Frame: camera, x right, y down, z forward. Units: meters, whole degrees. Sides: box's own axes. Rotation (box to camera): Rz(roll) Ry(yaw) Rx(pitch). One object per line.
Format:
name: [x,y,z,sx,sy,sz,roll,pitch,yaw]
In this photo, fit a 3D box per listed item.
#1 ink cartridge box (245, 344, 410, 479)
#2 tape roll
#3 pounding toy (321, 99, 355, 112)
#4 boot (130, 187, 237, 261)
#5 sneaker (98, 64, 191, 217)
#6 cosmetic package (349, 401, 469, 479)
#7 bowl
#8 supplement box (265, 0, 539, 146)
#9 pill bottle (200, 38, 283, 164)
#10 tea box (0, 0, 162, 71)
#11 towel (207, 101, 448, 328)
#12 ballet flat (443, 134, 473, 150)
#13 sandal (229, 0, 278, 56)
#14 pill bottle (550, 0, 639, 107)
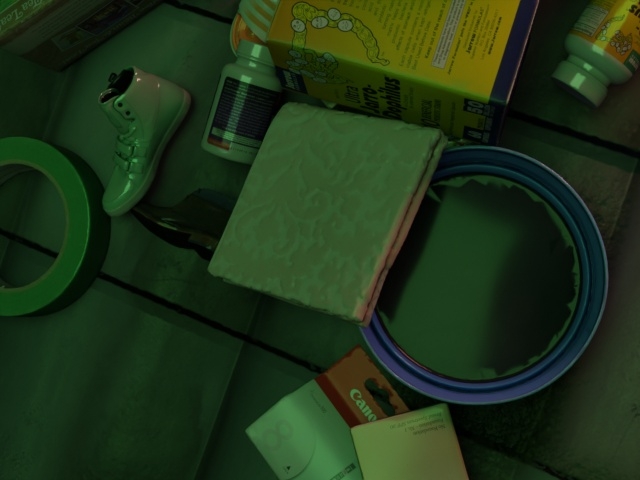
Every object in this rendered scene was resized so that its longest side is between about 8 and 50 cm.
ink cartridge box: [0.021,0.310,1.745,0.232,0.066,0.189,-42,75,15]
tape roll: [-0.537,-0.023,1.945,0.321,0.077,0.321,-1,86,18]
pounding toy: [0.079,-0.299,1.752,0.206,0.094,0.181,-41,74,12]
boot: [-0.223,-0.043,1.858,0.219,0.082,0.106,24,69,27]
sneaker: [-0.342,-0.175,1.843,0.094,0.151,0.256,27,89,48]
cosmetic package: [0.158,0.415,1.643,0.160,0.113,0.309,-16,80,1]
bowl: [0.235,0.054,1.649,0.391,0.077,0.391,-1,85,7]
supplement box: [0.124,-0.299,1.605,0.356,0.194,0.195,17,79,9]
pill bottle: [-0.123,-0.231,1.795,0.108,0.108,0.193,21,100,19]
tea box: [-0.448,-0.528,1.879,0.329,0.220,0.324,-31,77,14]
towel: [0.005,-0.050,1.654,0.332,0.053,0.317,16,80,41]
ballet flat: [0.136,-0.148,1.739,0.241,0.091,0.077,3,117,23]
sandal: [-0.072,-0.423,1.821,0.102,0.076,0.265,40,98,17]
pill bottle: [0.440,-0.309,1.620,0.117,0.117,0.208,37,97,17]
